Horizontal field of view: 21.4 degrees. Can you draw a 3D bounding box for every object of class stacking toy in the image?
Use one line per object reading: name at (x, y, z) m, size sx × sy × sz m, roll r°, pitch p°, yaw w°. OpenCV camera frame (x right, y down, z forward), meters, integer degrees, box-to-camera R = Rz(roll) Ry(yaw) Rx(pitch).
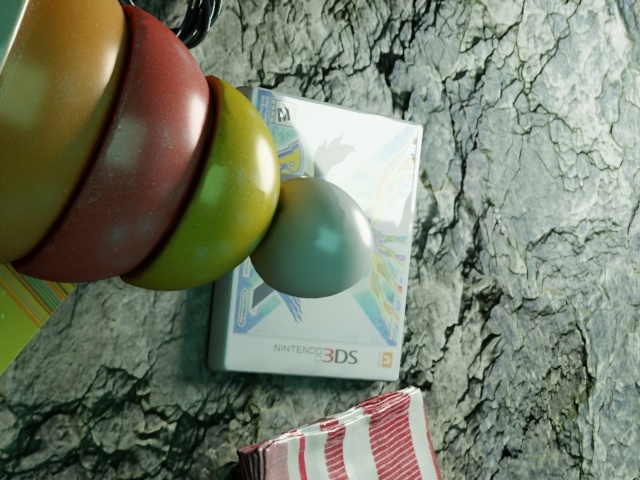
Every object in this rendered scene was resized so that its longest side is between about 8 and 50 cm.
stacking toy at (-0.160, -0.059, 1.560) m, size 0.480 × 0.350 × 0.350 m, roll 25°, pitch 74°, yaw -20°

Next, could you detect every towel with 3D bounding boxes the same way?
towel at (0.045, 0.323, 2.043) m, size 0.329 × 0.037 × 0.237 m, roll -15°, pitch 91°, yaw -48°
towel at (-0.338, 0.077, 1.713) m, size 0.102 × 0.021 × 0.237 m, roll 52°, pitch 59°, yaw -26°

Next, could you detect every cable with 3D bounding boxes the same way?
cable at (-0.168, -0.294, 1.840) m, size 0.150 × 0.047 × 0.184 m, roll 31°, pitch 71°, yaw -41°

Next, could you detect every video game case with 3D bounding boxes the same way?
video game case at (0.000, 0.000, 2.029) m, size 0.300 × 0.036 × 0.329 m, roll 8°, pitch 86°, yaw -45°

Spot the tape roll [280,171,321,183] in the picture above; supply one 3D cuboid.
tape roll at (-0.106, -0.037, 1.793) m, size 0.219 × 0.219 × 0.072 m, roll 5°, pitch 89°, yaw -45°
